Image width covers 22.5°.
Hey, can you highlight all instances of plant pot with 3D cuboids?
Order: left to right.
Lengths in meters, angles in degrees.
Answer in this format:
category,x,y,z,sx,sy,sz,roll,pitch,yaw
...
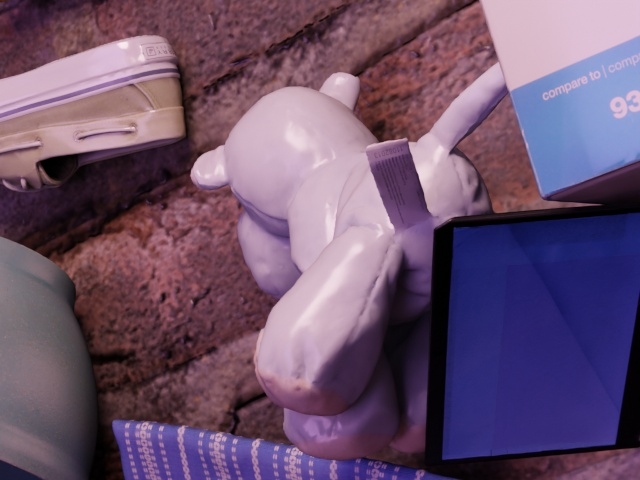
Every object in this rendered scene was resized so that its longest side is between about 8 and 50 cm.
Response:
category,x,y,z,sx,sy,sz,roll,pitch,yaw
plant pot,-0.316,0.104,1.359,0.293,0.293,0.196,-3,62,34

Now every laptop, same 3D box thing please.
category,x,y,z,sx,sy,sz,roll,pitch,yaw
laptop,0.207,0.106,1.008,0.264,0.137,0.234,37,145,34

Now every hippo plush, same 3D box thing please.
category,x,y,z,sx,sy,sz,roll,pitch,yaw
hippo plush,0.000,0.000,1.137,0.236,0.234,0.294,34,151,41

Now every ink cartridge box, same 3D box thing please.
category,x,y,z,sx,sy,sz,roll,pitch,yaw
ink cartridge box,0.194,-0.185,1.025,0.129,0.223,0.307,-22,78,31

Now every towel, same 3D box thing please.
category,x,y,z,sx,sy,sz,roll,pitch,yaw
towel,-0.013,0.269,1.233,0.336,0.040,0.243,5,113,34

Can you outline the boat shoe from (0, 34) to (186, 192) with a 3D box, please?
category,x,y,z,sx,sy,sz,roll,pitch,yaw
boat shoe,-0.250,-0.091,1.394,0.302,0.109,0.094,-18,83,30
